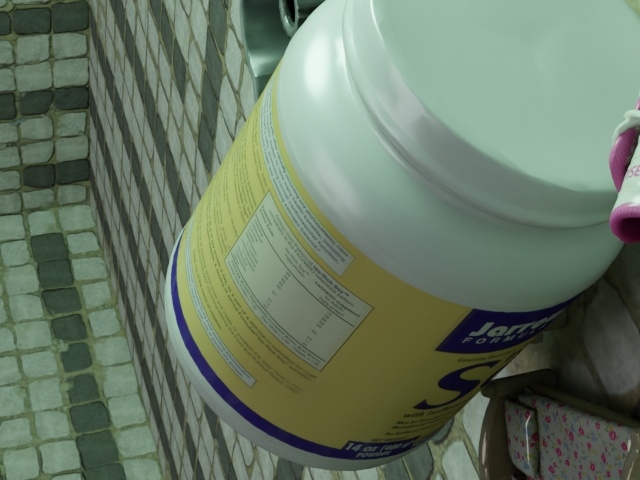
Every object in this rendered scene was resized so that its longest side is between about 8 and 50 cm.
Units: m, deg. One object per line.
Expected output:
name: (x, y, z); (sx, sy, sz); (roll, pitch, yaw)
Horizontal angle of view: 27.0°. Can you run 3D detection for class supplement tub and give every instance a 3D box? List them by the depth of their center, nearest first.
supplement tub: (0.055, -0.020, 0.875); (0.331, 0.241, 0.241); (-54, 46, 48)

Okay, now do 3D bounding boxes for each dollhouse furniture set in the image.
dollhouse furniture set: (0.152, 0.219, 0.862); (0.303, 0.174, 0.355); (-169, 70, -72)

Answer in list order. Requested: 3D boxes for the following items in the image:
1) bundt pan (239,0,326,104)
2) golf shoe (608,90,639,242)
bundt pan: (0.030, -0.201, 1.122); (0.331, 0.124, 0.330); (172, 90, -73)
golf shoe: (0.197, -0.069, 0.624); (0.115, 0.140, 0.306); (143, 118, -73)
